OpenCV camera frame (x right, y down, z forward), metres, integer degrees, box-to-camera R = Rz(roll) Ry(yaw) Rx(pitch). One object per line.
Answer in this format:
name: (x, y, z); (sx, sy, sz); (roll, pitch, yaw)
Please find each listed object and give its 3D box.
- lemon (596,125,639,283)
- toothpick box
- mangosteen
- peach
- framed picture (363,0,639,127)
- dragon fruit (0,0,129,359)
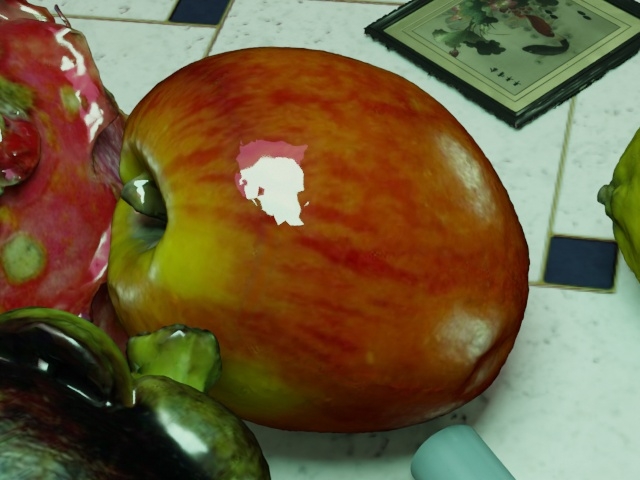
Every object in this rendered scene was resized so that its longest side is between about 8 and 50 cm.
lemon: (0.299, -0.029, 0.896); (0.231, 0.192, 0.192); (4, 46, 12)
toothpick box: (0.097, 0.158, 0.834); (0.052, 0.052, 0.083); (-24, 45, -16)
mangosteen: (-0.163, 0.196, 0.665); (0.330, 0.330, 0.330); (-4, 45, 4)
peach: (0.000, 0.000, 0.882); (0.281, 0.238, 0.281); (15, 17, -5)
framed picture: (0.171, -0.186, 1.199); (0.199, 0.010, 0.195); (-33, 50, -23)
dragon fruit: (-0.295, -0.042, 0.968); (0.371, 0.249, 0.386); (26, 56, 24)
